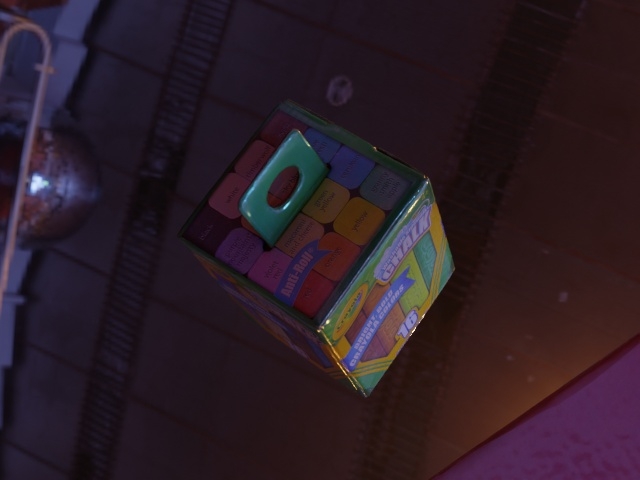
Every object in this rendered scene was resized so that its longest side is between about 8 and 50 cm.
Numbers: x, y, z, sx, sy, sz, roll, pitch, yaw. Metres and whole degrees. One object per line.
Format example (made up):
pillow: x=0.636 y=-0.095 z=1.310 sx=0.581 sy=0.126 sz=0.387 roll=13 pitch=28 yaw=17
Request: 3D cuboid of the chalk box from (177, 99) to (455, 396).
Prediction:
chalk box: x=0.000 y=0.000 z=0.781 sx=0.132 sy=0.213 sz=0.132 roll=32 pitch=-102 yaw=24

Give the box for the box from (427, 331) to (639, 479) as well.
box: x=0.150 y=0.107 z=0.424 sx=0.232 sy=0.148 sz=0.127 roll=-41 pitch=-114 yaw=24
